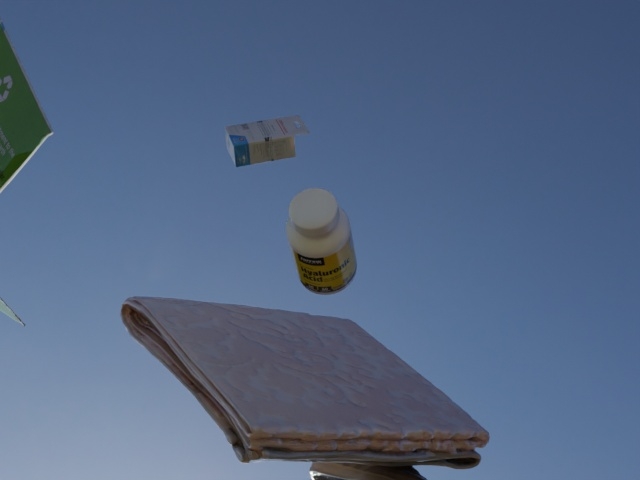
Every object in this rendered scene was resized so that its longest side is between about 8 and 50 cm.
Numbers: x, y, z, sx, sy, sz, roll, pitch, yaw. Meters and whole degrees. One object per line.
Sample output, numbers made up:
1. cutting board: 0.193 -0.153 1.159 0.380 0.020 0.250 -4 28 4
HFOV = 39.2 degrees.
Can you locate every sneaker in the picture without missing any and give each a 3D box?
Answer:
1. sneaker: 0.068 0.245 0.967 0.188 0.071 0.066 4 -44 44

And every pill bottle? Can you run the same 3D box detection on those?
1. pill bottle: 0.000 0.000 0.895 0.065 0.065 0.116 -2 -33 8

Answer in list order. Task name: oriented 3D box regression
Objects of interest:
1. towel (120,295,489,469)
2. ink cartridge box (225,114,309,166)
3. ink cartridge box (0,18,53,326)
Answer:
1. towel: -0.020 0.154 1.009 0.331 0.317 0.054 11 -75 -37
2. ink cartridge box: -0.057 -0.108 0.967 0.083 0.048 0.028 -11 -55 -12
3. ink cartridge box: -0.262 -0.073 0.550 0.188 0.097 0.255 28 -23 15
